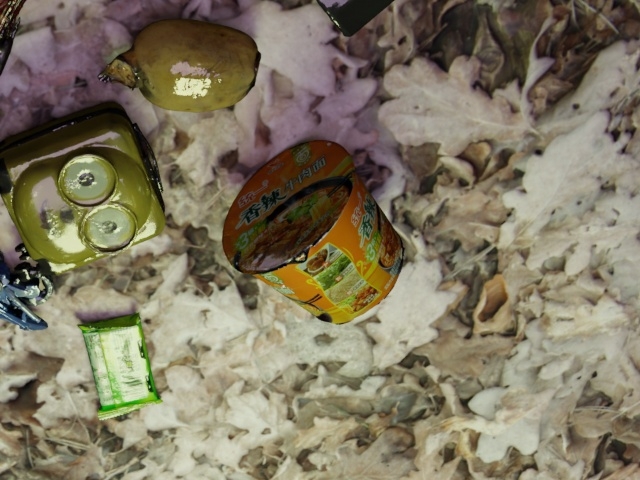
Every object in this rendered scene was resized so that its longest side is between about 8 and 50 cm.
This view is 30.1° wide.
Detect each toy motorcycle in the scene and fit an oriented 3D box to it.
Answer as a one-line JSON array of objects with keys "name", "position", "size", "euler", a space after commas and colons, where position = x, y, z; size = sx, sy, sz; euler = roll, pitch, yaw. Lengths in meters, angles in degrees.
[{"name": "toy motorcycle", "position": [-0.487, 0.079, 1.703], "size": [0.205, 0.076, 0.114], "euler": [6, 122, -18]}]

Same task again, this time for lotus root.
[{"name": "lotus root", "position": [-0.186, -0.234, 1.599], "size": [0.221, 0.118, 0.125], "euler": [-2, 98, -16]}]

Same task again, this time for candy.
[{"name": "candy", "position": [-0.306, 0.191, 1.818], "size": [0.102, 0.032, 0.178], "euler": [-10, 118, -4]}]

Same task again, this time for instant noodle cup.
[{"name": "instant noodle cup", "position": [0.000, 0.000, 1.705], "size": [0.230, 0.230, 0.182], "euler": [-39, 127, 7]}]

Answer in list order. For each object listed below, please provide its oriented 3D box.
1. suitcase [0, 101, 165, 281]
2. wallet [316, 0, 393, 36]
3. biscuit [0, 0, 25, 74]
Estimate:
[{"name": "suitcase", "position": [-0.334, -0.065, 1.626], "size": [0.235, 0.143, 0.193], "euler": [-21, 118, -3]}, {"name": "wallet", "position": [0.126, -0.479, 1.582], "size": [0.406, 0.062, 0.228], "euler": [-39, 117, 7]}, {"name": "biscuit", "position": [-0.492, -0.309, 1.520], "size": [0.235, 0.063, 0.151], "euler": [24, 119, -27]}]
